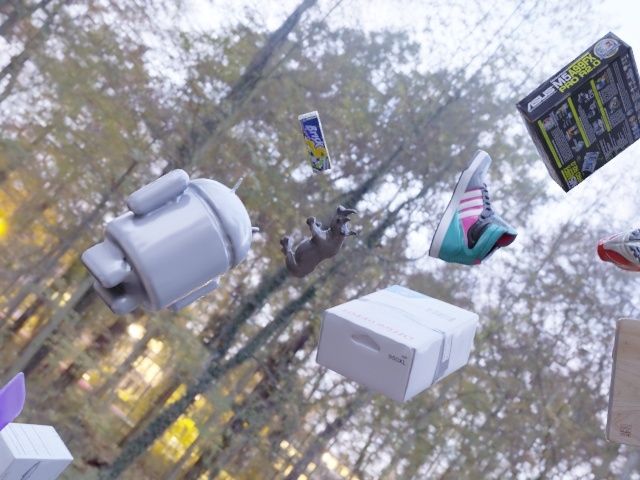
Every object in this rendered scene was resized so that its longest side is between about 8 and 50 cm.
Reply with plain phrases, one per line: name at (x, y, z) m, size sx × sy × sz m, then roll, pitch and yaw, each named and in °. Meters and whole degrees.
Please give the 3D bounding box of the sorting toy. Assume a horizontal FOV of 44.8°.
sorting toy at (0.728, 0.309, 1.625) m, size 0.257 × 0.255 × 0.089 m, roll 9°, pitch -9°, yaw 2°

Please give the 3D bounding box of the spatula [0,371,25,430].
spatula at (-0.618, 0.328, 1.337) m, size 0.030 × 0.296 × 0.084 m, roll 16°, pitch -64°, yaw 26°

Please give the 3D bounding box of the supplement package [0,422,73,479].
supplement package at (-0.637, 0.461, 1.645) m, size 0.105 × 0.105 × 0.179 m, roll 45°, pitch 5°, yaw 27°

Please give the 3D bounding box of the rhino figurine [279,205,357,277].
rhino figurine at (0.000, 0.000, 1.861) m, size 0.073 × 0.243 × 0.106 m, roll 12°, pitch 48°, yaw -52°

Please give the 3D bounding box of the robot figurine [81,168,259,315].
robot figurine at (-0.284, 0.005, 1.535) m, size 0.200 × 0.353 × 0.300 m, roll 38°, pitch -32°, yaw 40°

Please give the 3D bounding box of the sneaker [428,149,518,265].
sneaker at (0.393, -0.063, 1.853) m, size 0.178 × 0.295 × 0.124 m, roll 23°, pitch -13°, yaw 13°

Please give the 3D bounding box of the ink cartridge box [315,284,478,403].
ink cartridge box at (0.215, 0.270, 2.140) m, size 0.285 × 0.166 × 0.395 m, roll 20°, pitch 18°, yaw 31°

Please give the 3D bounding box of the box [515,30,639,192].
box at (0.510, -0.236, 1.484) m, size 0.270 × 0.216 × 0.060 m, roll 42°, pitch 13°, yaw -49°

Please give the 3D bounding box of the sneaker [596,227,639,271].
sneaker at (0.700, 0.028, 1.675) m, size 0.279 × 0.107 × 0.118 m, roll 15°, pitch -17°, yaw -35°

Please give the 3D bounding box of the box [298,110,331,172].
box at (-0.015, -0.288, 2.272) m, size 0.054 × 0.059 × 0.169 m, roll -93°, pitch 168°, yaw -67°
